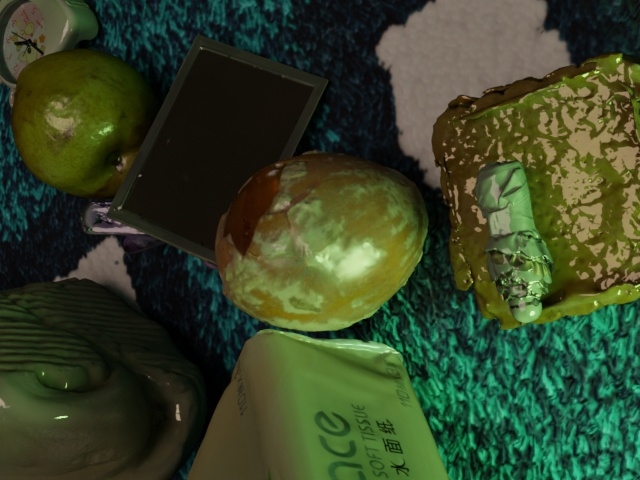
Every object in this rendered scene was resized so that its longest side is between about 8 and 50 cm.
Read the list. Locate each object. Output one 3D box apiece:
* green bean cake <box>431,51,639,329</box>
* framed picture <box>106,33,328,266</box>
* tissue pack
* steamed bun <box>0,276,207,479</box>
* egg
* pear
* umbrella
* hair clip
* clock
[{"bbox_3d":[0.232,-0.047,0.962,0.224,0.131,0.229,-17,85,37],"label":"green bean cake"},{"bbox_3d":[-0.122,-0.106,1.220,0.197,0.014,0.252,23,83,24],"label":"framed picture"},{"bbox_3d":[-0.013,0.333,0.980,0.405,0.205,0.331,-107,36,-58],"label":"tissue pack"},{"bbox_3d":[-0.337,0.204,1.256,0.368,0.342,0.255,37,111,45],"label":"steamed bun"},{"bbox_3d":[0.000,0.000,1.092,0.233,0.195,0.195,-20,79,16],"label":"egg"},{"bbox_3d":[-0.293,-0.147,1.308,0.200,0.200,0.200,1,92,36],"label":"pear"},{"bbox_3d":[0.167,0.001,0.897,0.067,0.062,0.143,164,96,-73],"label":"umbrella"},{"bbox_3d":[-0.154,-0.034,1.269,0.278,0.090,0.137,-1,76,19],"label":"hair clip"},{"bbox_3d":[-0.404,-0.278,1.457,0.151,0.062,0.191,49,118,24],"label":"clock"}]
